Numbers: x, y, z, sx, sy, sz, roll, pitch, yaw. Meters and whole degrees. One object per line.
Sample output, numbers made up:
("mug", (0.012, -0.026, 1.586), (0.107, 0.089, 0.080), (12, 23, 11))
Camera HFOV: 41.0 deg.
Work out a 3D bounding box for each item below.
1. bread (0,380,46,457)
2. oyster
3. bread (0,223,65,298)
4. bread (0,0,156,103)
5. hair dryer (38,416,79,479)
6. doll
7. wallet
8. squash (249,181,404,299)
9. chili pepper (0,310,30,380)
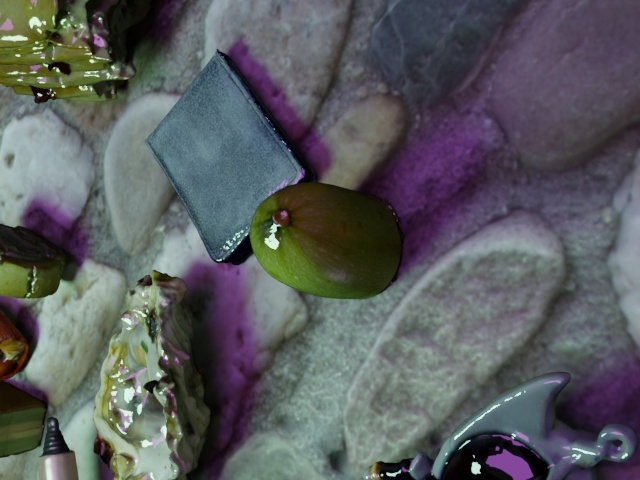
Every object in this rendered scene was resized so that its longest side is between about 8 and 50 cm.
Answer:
("bread", (-0.469, 0.246, 1.212), (0.139, 0.084, 0.074), (18, 99, 34))
("oyster", (-0.198, 0.208, 1.035), (0.201, 0.107, 0.354), (45, 125, 48))
("bread", (-0.421, 0.020, 1.169), (0.156, 0.117, 0.064), (32, 107, 31))
("bread", (-0.302, -0.344, 1.065), (0.370, 0.191, 0.314), (-1, 86, 33))
("hair dryer", (-0.332, 0.400, 1.099), (0.189, 0.107, 0.344), (-13, 81, 35))
("doll", (0.152, 0.235, 0.785), (0.316, 0.103, 0.145), (-35, 64, 33))
("wallet", (-0.113, -0.096, 1.019), (0.167, 0.036, 0.222), (-47, 63, 24))
("squash", (0.000, 0.000, 0.852), (0.123, 0.186, 0.123), (-3, 84, 27))
("chili pepper", (-0.505, 0.126, 1.245), (0.192, 0.084, 0.086), (35, 74, 28))
